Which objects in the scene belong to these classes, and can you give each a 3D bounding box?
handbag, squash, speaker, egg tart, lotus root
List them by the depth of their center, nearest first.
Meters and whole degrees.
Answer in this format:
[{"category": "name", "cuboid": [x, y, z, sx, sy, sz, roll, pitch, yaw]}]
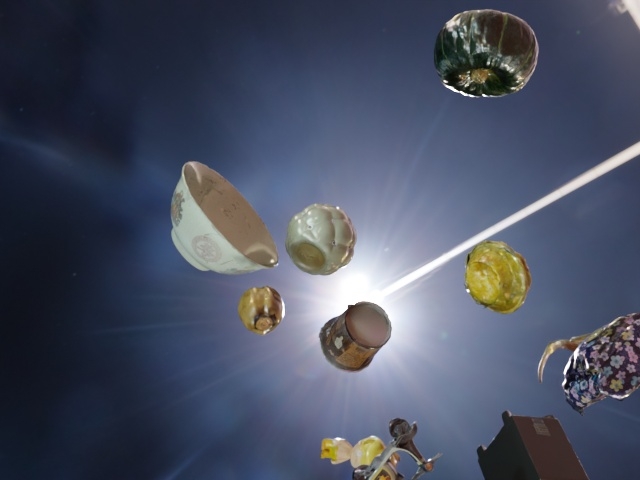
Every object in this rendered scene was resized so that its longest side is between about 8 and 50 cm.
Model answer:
[{"category": "handbag", "cuboid": [0.594, 0.243, 1.390, 0.229, 0.208, 0.127, -39, -100, -21]}, {"category": "squash", "cuboid": [0.402, -0.455, 1.661, 0.252, 0.252, 0.165, 18, -102, -49]}, {"category": "egg tart", "cuboid": [0.454, 0.100, 1.800, 0.090, 0.212, 0.212, -12, -109, -36]}, {"category": "lotus root", "cuboid": [-0.168, 0.189, 1.918, 0.125, 0.118, 0.221, 13, -165, -13]}, {"category": "speaker", "cuboid": [0.610, 0.664, 1.978, 0.184, 0.232, 0.254, 11, -146, -17]}]

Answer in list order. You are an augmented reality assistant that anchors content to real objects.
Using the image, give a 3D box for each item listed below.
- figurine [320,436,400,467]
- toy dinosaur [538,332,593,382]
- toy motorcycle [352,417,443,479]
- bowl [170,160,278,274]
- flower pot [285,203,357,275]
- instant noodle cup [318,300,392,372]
[{"category": "figurine", "cuboid": [0.124, 0.671, 2.120, 0.131, 0.246, 0.156, -49, -33, -65]}, {"category": "toy dinosaur", "cuboid": [0.882, 0.373, 2.193, 0.206, 0.327, 0.113, 87, -178, -60]}, {"category": "toy motorcycle", "cuboid": [0.184, 0.582, 1.725, 0.157, 0.263, 0.091, 38, 175, 6]}, {"category": "bowl", "cuboid": [-0.350, -0.029, 2.190, 0.435, 0.196, 0.435, 48, -166, -16]}, {"category": "flower pot", "cuboid": [0.000, 0.000, 2.286, 0.246, 0.246, 0.195, 50, -139, -13]}, {"category": "instant noodle cup", "cuboid": [0.127, 0.322, 2.333, 0.217, 0.207, 0.217, 9, -119, -17]}]
